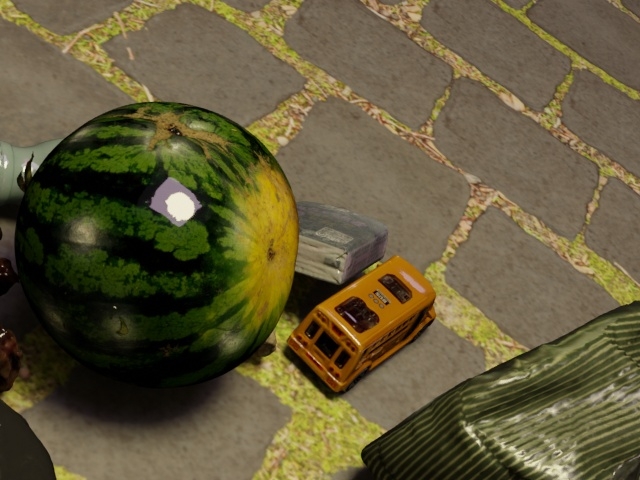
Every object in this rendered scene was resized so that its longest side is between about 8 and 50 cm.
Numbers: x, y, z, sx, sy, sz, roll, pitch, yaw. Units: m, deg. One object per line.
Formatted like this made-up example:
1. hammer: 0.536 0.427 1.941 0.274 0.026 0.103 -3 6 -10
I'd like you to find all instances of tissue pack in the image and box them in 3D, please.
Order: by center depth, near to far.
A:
1. tissue pack: 0.000 0.000 1.353 0.112 0.051 0.156 17 15 16

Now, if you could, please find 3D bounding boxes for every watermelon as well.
1. watermelon: -0.144 0.003 1.155 0.268 0.269 0.269 18 40 -16

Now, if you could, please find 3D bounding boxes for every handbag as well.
1. handbag: 0.238 0.215 1.205 0.340 0.247 0.240 -14 68 -45

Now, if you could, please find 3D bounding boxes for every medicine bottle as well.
1. medicine bottle: -0.243 -0.059 1.286 0.216 0.090 0.090 5 45 -28

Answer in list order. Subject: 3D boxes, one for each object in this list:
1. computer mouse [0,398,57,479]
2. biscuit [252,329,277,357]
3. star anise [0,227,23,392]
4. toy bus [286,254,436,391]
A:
1. computer mouse: -0.287 0.244 0.904 0.183 0.116 0.323 32 39 -24
2. biscuit: -0.100 0.031 1.311 0.061 0.055 0.219 -2 48 -27
3. star anise: -0.345 0.042 1.087 0.220 0.126 0.190 34 35 8
4. toy bus: 0.057 0.078 1.338 0.083 0.088 0.194 44 39 13
